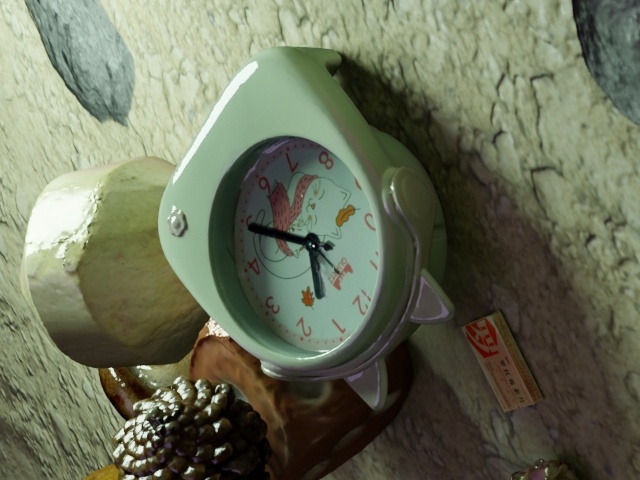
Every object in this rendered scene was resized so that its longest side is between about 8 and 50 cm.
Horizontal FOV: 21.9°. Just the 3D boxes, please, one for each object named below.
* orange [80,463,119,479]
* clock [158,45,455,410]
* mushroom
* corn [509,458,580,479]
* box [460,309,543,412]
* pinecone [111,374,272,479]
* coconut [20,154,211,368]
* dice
[{"bbox_3d":[-0.207,0.457,2.132,0.357,0.322,0.322,52,152,-2],"label":"orange"},{"bbox_3d":[0.000,0.000,1.568,0.324,0.109,0.265,51,122,24],"label":"clock"},{"bbox_3d":[-0.162,0.162,2.064,0.227,0.148,0.217,47,130,13],"label":"mushroom"},{"bbox_3d":[0.250,0.335,1.512,0.092,0.092,0.280,-29,84,62],"label":"corn"},{"bbox_3d":[0.170,0.114,1.549,0.093,0.015,0.058,63,153,1],"label":"box"},{"bbox_3d":[-0.121,0.218,1.624,0.173,0.174,0.173,39,143,39],"label":"pinecone"},{"bbox_3d":[-0.229,0.025,1.893,0.259,0.259,0.259,39,143,39],"label":"coconut"},{"bbox_3d":[-0.021,0.142,1.730,0.175,0.179,0.174,48,147,19],"label":"dice"}]
